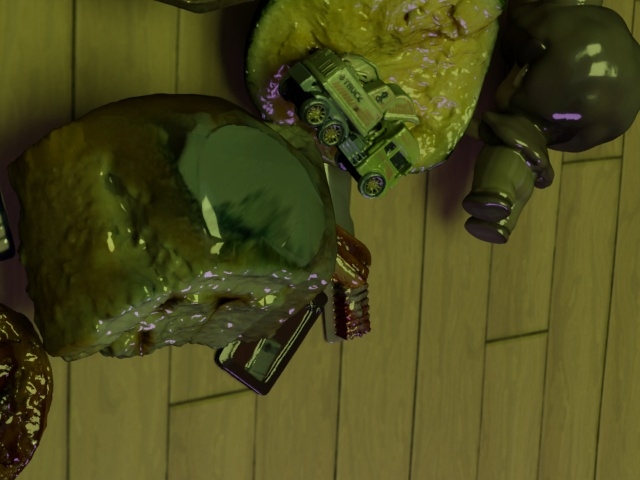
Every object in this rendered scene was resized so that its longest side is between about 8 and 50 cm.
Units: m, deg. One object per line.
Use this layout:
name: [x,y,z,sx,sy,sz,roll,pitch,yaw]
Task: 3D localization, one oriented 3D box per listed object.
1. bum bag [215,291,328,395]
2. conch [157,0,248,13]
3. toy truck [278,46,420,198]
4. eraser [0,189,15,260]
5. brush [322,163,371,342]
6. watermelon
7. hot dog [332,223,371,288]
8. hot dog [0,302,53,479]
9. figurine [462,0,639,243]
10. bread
bum bag: [-0.064,0.111,2.045,0.109,0.026,0.159,41,78,-40]
conch: [-0.128,-0.344,1.752,0.324,0.263,0.186,-21,145,0]
toy truck: [0.044,-0.148,1.860,0.116,0.085,0.191,-39,126,2]
eraser: [-0.411,-0.100,1.632,0.130,0.086,0.287,-27,118,-33]
brush: [0.027,-0.020,2.079,0.060,0.050,0.321,-17,111,-34]
watermelon: [0.062,-0.249,1.940,0.189,0.331,0.331,-90,155,-52]
hot dog: [0.000,0.000,2.015,0.165,0.045,0.071,38,32,-18]
hot dog: [-0.375,0.180,1.728,0.160,0.099,0.227,1,102,-42]
figurine: [0.309,-0.178,2.189,0.380,0.203,0.248,-58,134,-14]
bread: [-0.116,-0.018,1.759,0.395,0.264,0.239,1,69,-48]
